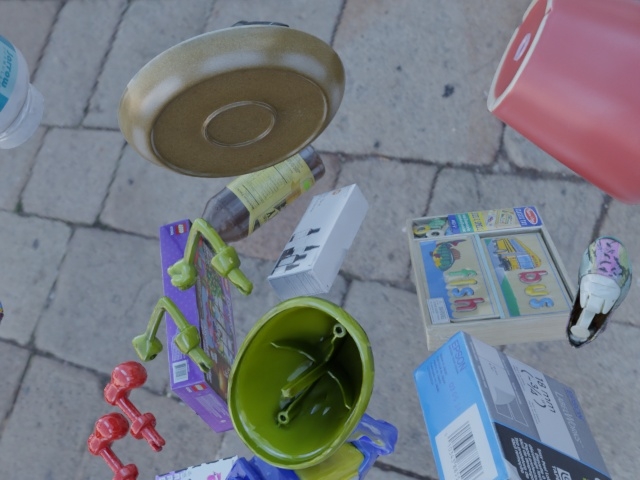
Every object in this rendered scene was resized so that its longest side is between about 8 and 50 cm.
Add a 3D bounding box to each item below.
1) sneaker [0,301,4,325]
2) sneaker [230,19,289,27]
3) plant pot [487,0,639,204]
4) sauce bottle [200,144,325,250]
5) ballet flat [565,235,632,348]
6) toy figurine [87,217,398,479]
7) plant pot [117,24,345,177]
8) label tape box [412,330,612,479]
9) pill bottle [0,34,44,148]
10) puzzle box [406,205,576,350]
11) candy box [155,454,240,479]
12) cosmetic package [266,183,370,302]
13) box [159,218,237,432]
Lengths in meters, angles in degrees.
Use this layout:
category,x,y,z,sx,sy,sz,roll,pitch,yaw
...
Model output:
category,x,y,z,sx,sy,sz,roll,pitch,yaw
sneaker,-0.437,0.118,1.126,0.084,0.185,0.069,-37,61,-27
sneaker,-0.124,-0.269,1.460,0.106,0.101,0.267,-2,58,25
plant pot,0.384,-0.221,1.227,0.243,0.275,0.275,24,81,-2
sauce bottle,-0.149,-0.073,1.765,0.344,0.111,0.111,-38,54,-11
ballet flat,0.402,0.090,1.290,0.077,0.221,0.079,23,56,20
toy figurine,-0.035,0.157,0.703,0.191,0.217,0.363,40,117,29
plant pot,-0.084,-0.127,0.894,0.236,0.236,0.032,-26,63,19
label tape box,0.293,0.288,1.144,0.106,0.333,0.241,-47,29,26
pill bottle,-0.440,-0.202,1.013,0.146,0.264,0.146,-9,68,22
puzzle box,0.312,0.058,1.643,0.272,0.052,0.409,-6,29,2
candy box,-0.252,0.575,1.915,0.196,0.070,0.165,-16,54,7
cosmetic package,0.000,0.000,1.525,0.099,0.060,0.239,-13,32,32
box,-0.190,0.139,1.425,0.057,0.201,0.293,-15,57,6
